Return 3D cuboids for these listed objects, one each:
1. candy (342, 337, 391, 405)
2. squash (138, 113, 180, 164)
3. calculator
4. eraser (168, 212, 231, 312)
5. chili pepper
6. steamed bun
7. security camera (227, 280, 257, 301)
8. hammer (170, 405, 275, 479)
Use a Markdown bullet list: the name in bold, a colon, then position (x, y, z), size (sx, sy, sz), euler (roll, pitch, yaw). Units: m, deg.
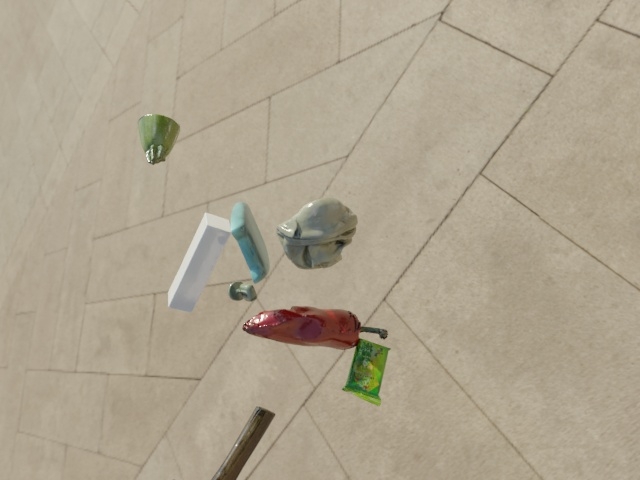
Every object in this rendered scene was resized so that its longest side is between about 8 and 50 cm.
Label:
- **candy**: position (0.123, 0.332, 1.353), size (0.178, 0.102, 0.032), euler (-68, -7, -45)
- **squash**: position (-0.401, -0.229, 1.287), size (0.105, 0.105, 0.132), euler (-25, 56, 37)
- **calculator**: position (-0.240, -0.007, 1.828), size (0.054, 0.256, 0.386), euler (-22, 17, 0)
- **eraser**: position (-0.357, 0.069, 1.530), size (0.298, 0.076, 0.078), euler (-60, 28, 21)
- **chili pepper**: position (-0.011, 0.230, 1.371), size (0.110, 0.387, 0.110), euler (-174, 90, -70)
- **steamed bun**: position (-0.001, 0.000, 1.346), size (0.218, 0.211, 0.144), euler (-33, 70, 25)
- **security camera**: position (-0.201, 0.134, 1.372), size (0.092, 0.058, 0.058), euler (-9, 72, 59)
- **hammer**: position (-0.251, 0.636, 1.468), size (0.095, 0.242, 0.409), euler (-41, 11, 50)
